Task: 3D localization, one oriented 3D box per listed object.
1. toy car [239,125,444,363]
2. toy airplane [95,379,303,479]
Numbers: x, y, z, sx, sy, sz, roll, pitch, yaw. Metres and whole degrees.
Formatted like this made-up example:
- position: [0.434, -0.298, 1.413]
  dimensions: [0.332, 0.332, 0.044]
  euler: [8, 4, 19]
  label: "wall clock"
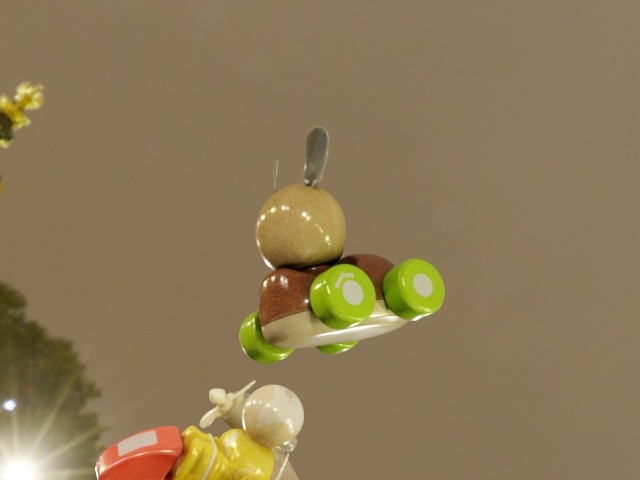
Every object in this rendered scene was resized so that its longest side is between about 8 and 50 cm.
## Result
- position: [0.000, 0.000, 0.839]
  dimensions: [0.155, 0.149, 0.188]
  euler: [-31, -112, 51]
  label: "toy car"
- position: [-0.066, 0.340, 1.303]
  dimensions: [0.386, 0.272, 0.384]
  euler: [20, 9, 28]
  label: "toy airplane"
